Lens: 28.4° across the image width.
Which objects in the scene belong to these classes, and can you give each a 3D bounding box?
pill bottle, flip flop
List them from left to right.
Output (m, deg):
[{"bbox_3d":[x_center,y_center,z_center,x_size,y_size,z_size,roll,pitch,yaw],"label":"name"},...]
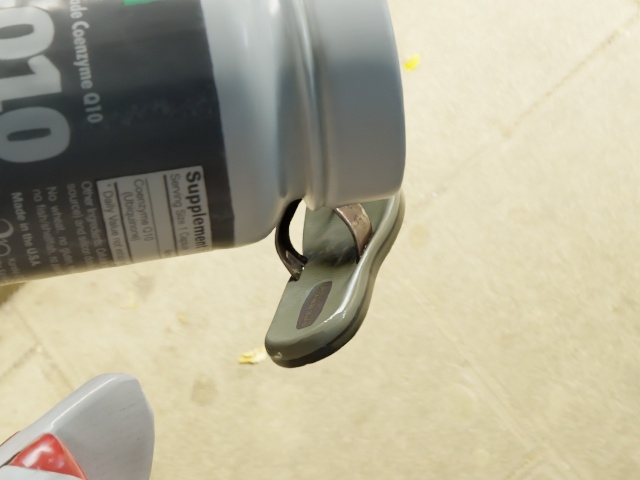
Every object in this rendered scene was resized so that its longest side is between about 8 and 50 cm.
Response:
[{"bbox_3d":[-0.138,-0.084,0.834,0.361,0.204,0.204,-10,75,-7],"label":"pill bottle"},{"bbox_3d":[0.000,0.000,1.101,0.112,0.277,0.080,-25,115,30],"label":"flip flop"}]

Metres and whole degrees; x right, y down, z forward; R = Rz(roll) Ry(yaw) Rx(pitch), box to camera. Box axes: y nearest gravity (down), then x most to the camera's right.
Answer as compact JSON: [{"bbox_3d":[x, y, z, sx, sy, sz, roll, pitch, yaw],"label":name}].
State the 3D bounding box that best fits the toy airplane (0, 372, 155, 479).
[{"bbox_3d":[-0.086,0.257,0.713,0.386,0.272,0.384,50,131,28],"label":"toy airplane"}]
